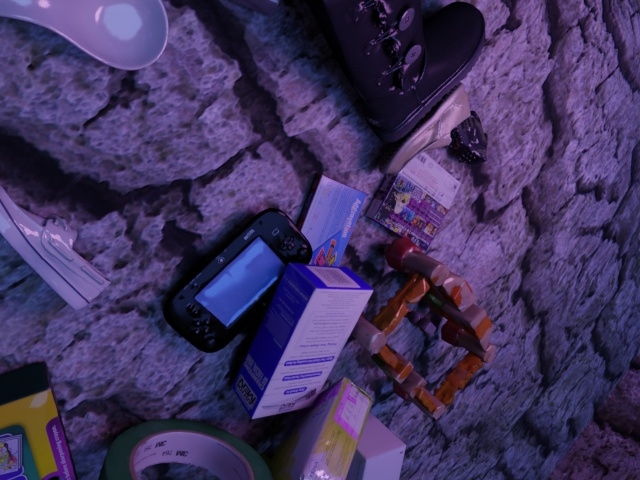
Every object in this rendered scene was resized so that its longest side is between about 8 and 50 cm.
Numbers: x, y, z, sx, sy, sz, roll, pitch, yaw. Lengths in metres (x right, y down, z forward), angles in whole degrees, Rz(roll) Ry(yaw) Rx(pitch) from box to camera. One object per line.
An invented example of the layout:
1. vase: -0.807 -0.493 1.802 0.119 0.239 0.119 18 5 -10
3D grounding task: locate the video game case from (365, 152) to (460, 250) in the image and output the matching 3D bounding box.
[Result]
1. video game case: 0.244 -0.107 1.231 0.232 0.041 0.210 26 90 -39

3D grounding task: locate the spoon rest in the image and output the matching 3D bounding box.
1. spoon rest: -0.354 -0.323 0.688 0.276 0.084 0.137 -7 112 -33

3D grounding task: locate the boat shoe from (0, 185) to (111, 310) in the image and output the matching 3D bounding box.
1. boat shoe: -0.432 0.000 0.761 0.084 0.095 0.258 -40 137 -22

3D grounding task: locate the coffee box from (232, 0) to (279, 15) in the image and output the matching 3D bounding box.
1. coffee box: -0.105 -0.515 0.760 0.141 0.098 0.247 15 99 -19

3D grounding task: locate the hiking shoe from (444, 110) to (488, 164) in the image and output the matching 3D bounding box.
1. hiking shoe: 0.351 -0.291 1.227 0.226 0.086 0.114 33 64 -34

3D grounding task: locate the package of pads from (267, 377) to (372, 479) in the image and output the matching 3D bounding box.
1. package of pads: -0.013 0.469 1.076 0.101 0.229 0.296 42 36 -4

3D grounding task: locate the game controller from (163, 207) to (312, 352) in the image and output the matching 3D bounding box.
1. game controller: -0.163 0.081 0.983 0.319 0.067 0.166 -45 129 -9

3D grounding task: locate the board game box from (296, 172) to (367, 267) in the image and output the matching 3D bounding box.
1. board game box: 0.000 0.000 1.106 0.145 0.027 0.281 17 97 -37

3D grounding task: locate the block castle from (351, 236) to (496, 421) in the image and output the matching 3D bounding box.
1. block castle: 0.245 0.230 1.262 0.303 0.213 0.453 -46 126 -8

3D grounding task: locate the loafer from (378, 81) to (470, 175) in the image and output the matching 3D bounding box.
1. loafer: 0.246 -0.239 1.095 0.268 0.102 0.092 -46 107 4

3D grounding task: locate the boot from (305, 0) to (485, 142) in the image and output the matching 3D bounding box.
1. boot: 0.162 -0.439 0.890 0.367 0.146 0.445 -55 148 -5

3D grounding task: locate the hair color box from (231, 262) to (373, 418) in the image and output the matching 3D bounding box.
1. hair color box: -0.043 0.219 1.059 0.185 0.110 0.339 8 113 -45

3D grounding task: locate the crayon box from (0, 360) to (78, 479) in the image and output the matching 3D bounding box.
1. crayon box: -0.585 0.425 0.796 0.313 0.106 0.363 -14 115 -30

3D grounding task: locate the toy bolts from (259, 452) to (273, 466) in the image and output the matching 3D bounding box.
1. toy bolts: -0.146 0.671 1.165 0.228 0.218 0.158 -39 134 5

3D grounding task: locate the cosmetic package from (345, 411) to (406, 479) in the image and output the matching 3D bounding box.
1. cosmetic package: 0.086 0.581 1.267 0.138 0.224 0.224 -4 109 -35

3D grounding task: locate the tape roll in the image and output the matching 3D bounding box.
1. tape roll: -0.252 0.464 0.913 0.321 0.321 0.077 14 99 -39
